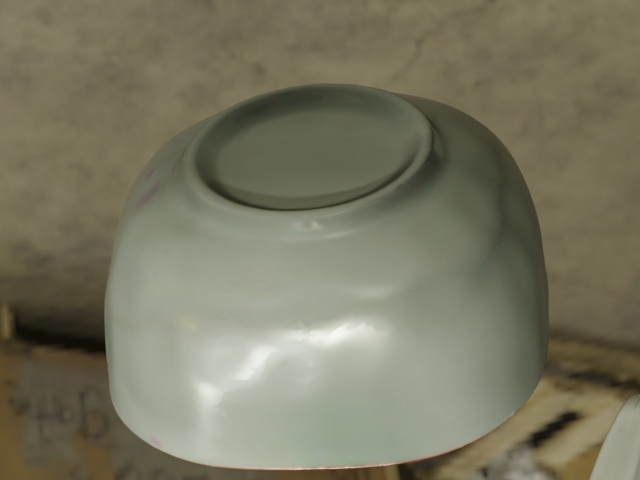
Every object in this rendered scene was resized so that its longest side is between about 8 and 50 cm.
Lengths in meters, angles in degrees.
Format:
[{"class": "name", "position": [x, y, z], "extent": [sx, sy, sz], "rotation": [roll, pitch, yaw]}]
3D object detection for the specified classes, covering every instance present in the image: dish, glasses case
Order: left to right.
[{"class": "dish", "position": [0.000, 0.000, 1.007], "extent": [0.256, 0.256, 0.117], "rotation": [-8, 124, -2]}, {"class": "glasses case", "position": [0.223, 0.203, 1.427], "extent": [0.049, 0.193, 0.074], "rotation": [2, 145, 36]}]
